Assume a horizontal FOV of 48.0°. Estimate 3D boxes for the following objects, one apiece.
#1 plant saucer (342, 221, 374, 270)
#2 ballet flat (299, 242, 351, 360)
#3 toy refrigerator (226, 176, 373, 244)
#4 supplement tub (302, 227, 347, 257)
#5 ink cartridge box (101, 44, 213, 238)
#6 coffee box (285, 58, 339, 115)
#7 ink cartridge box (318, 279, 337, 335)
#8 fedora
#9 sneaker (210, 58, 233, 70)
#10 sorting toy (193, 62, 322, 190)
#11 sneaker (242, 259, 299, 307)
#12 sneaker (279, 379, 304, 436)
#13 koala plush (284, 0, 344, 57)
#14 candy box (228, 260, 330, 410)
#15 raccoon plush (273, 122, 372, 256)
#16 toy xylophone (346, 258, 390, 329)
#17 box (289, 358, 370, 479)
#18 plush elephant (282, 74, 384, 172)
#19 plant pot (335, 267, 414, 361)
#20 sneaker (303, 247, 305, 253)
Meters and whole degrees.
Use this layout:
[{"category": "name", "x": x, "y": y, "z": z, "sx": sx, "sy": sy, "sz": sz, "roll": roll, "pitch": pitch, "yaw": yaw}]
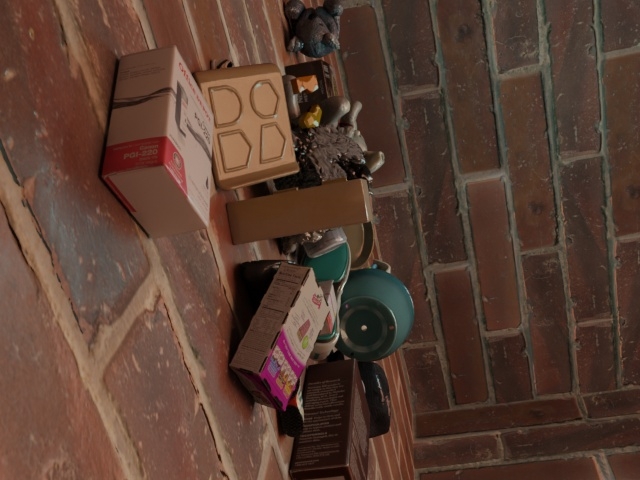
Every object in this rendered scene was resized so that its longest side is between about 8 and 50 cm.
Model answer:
[{"category": "plant saucer", "x": 0.078, "y": -0.036, "z": 2.364, "sx": 0.278, "sy": 0.041, "sz": 0.278, "roll": 14, "pitch": 71, "yaw": -46}, {"category": "ballet flat", "x": 0.001, "y": 0.149, "z": 1.924, "sx": 0.400, "sy": 0.139, "sz": 0.139, "roll": -83, "pitch": 161, "yaw": -45}, {"category": "toy refrigerator", "x": -0.039, "y": -0.060, "z": 1.419, "sx": 0.102, "sy": 0.269, "sz": 0.094, "roll": -16, "pitch": 97, "yaw": -79}, {"category": "supplement tub", "x": -0.017, "y": -0.059, "z": 1.904, "sx": 0.190, "sy": 0.117, "sz": 0.117, "roll": 65, "pitch": 9, "yaw": 7}, {"category": "ink cartridge box", "x": -0.220, "y": -0.138, "z": 1.007, "sx": 0.158, "sy": 0.092, "sz": 0.218, "roll": 66, "pitch": 16, "yaw": -56}, {"category": "coffee box", "x": -0.017, "y": -0.488, "z": 2.347, "sx": 0.297, "sy": 0.119, "sz": 0.168, "roll": -44, "pitch": 125, "yaw": -78}, {"category": "ink cartridge box", "x": -0.024, "y": 0.164, "z": 1.730, "sx": 0.198, "sy": 0.115, "sz": 0.067, "roll": -67, "pitch": 146, "yaw": -70}, {"category": "fedora", "x": 0.132, "y": 0.488, "z": 2.187, "sx": 0.334, "sy": 0.152, "sz": 0.334, "roll": -9, "pitch": 90, "yaw": -79}, {"category": "sneaker", "x": -0.193, "y": -0.316, "z": 1.445, "sx": 0.040, "sy": 0.043, "sz": 0.109, "roll": 29, "pitch": 54, "yaw": -80}, {"category": "sorting toy", "x": -0.112, "y": -0.238, "z": 1.439, "sx": 0.307, "sy": 0.041, "sz": 0.229, "roll": -21, "pitch": 102, "yaw": -43}, {"category": "sneaker", "x": -0.087, "y": 0.120, "z": 1.482, "sx": 0.286, "sy": 0.109, "sz": 0.130, "roll": 53, "pitch": 36, "yaw": -65}, {"category": "sneaker", "x": -0.067, "y": 0.340, "z": 1.544, "sx": 0.075, "sy": 0.057, "sz": 0.161, "roll": 107, "pitch": -24, "yaw": -75}, {"category": "koala plush", "x": -0.016, "y": -0.671, "z": 2.350, "sx": 0.221, "sy": 0.196, "sz": 0.203, "roll": -90, "pitch": 177, "yaw": -58}, {"category": "candy box", "x": -0.071, "y": 0.179, "z": 1.355, "sx": 0.233, "sy": 0.071, "sz": 0.159, "roll": -63, "pitch": 151, "yaw": -29}, {"category": "raccoon plush", "x": -0.095, "y": -0.160, "z": 1.678, "sx": 0.446, "sy": 0.299, "sz": 0.216, "roll": 42, "pitch": 44, "yaw": -20}, {"category": "toy xylophone", "x": 0.154, "y": 0.205, "z": 2.363, "sx": 0.322, "sy": 0.081, "sz": 0.236, "roll": -31, "pitch": 128, "yaw": -60}, {"category": "box", "x": 0.033, "y": 0.473, "z": 1.710, "sx": 0.381, "sy": 0.143, "sz": 0.191, "roll": -75, "pitch": 153, "yaw": -63}, {"category": "plush elephant", "x": 0.038, "y": -0.291, "z": 2.023, "sx": 0.255, "sy": 0.272, "sz": 0.330, "roll": -16, "pitch": 118, "yaw": -40}, {"category": "plant pot", "x": 0.130, "y": 0.227, "z": 2.053, "sx": 0.255, "sy": 0.271, "sz": 0.272, "roll": -28, "pitch": 108, "yaw": -81}, {"category": "sneaker", "x": 0.000, "y": 0.000, "z": 2.070, "sx": 0.080, "sy": 0.094, "sz": 0.212, "roll": 41, "pitch": 41, "yaw": -76}]
